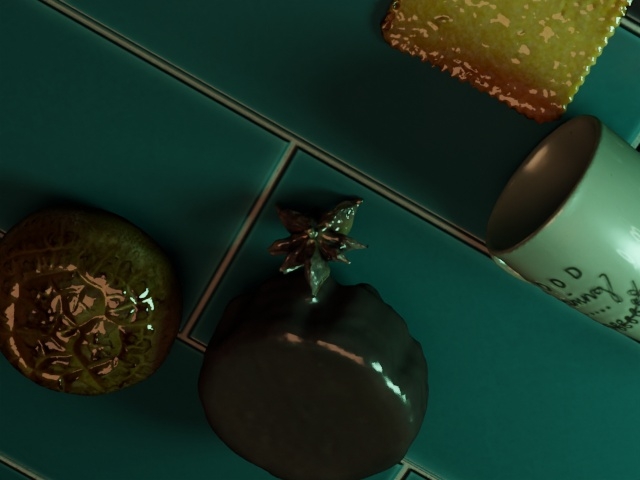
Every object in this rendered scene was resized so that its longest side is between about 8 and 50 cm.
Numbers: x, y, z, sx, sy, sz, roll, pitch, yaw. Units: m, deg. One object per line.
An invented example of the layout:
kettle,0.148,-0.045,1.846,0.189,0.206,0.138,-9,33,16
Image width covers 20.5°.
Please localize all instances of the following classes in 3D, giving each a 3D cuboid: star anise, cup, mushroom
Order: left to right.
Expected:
mushroom,-0.291,0.076,2.190,0.253,0.153,0.253,2,112,6
star anise,-0.004,0.010,2.088,0.124,0.129,0.056,-4,149,14
cup,0.309,0.011,1.991,0.234,0.186,0.258,37,152,-17

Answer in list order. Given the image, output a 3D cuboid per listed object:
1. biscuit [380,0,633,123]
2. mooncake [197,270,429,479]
biscuit,0.209,-0.263,1.936,0.232,0.013,0.237,28,122,-1
mooncake,-0.005,0.168,2.165,0.283,0.141,0.283,10,130,13
